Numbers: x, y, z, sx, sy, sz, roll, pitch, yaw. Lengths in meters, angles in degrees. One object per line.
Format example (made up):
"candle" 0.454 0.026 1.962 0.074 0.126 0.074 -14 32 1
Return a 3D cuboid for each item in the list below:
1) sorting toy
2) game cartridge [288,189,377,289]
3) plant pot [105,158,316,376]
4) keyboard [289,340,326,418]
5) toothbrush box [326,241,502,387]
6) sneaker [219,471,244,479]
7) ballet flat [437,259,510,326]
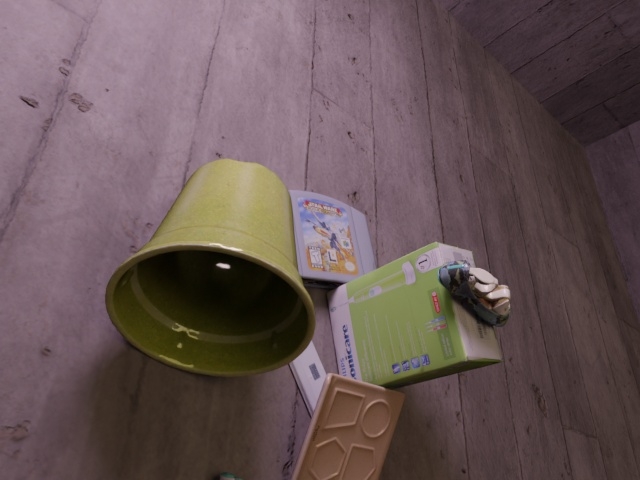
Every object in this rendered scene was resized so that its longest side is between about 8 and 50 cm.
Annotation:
"sorting toy" 0.047 0.334 0.883 0.208 0.038 0.193 25 81 -37
"game cartridge" 0.000 0.000 1.065 0.297 0.062 0.198 10 65 -42
"plant pot" -0.141 0.020 0.778 0.276 0.276 0.254 35 35 -27
"keyboard" -0.018 0.242 0.938 0.072 0.014 0.256 -15 79 -54
"toothbrush box" 0.158 0.154 0.958 0.122 0.283 0.206 13 58 -42
"sneaker" -0.097 0.404 0.737 0.166 0.065 0.076 44 59 -14
"ballet flat" 0.270 0.087 0.844 0.188 0.070 0.070 30 49 -32
